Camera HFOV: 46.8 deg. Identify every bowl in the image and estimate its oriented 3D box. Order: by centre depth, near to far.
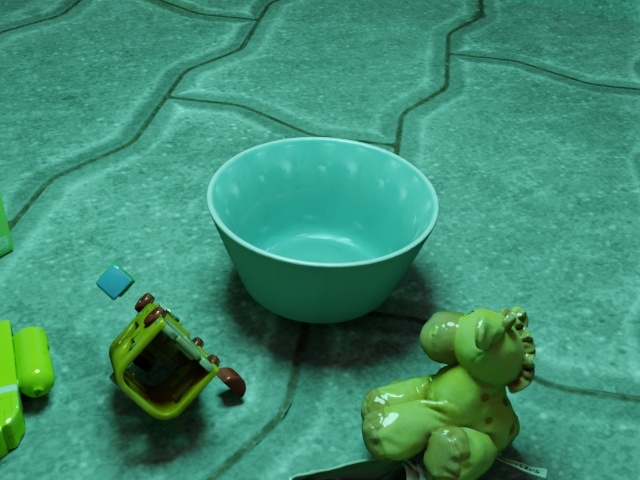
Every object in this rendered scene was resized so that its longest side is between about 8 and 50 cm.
[{"bbox_3d":[0.000,0.000,1.037,0.311,0.163,0.311,2,36,-2],"label":"bowl"}]

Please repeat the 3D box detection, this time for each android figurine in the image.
[{"bbox_3d":[-0.439,0.176,0.857,0.248,0.056,0.273,-10,37,-18],"label":"android figurine"}]

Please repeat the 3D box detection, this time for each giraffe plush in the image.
[{"bbox_3d":[0.158,0.149,0.800,0.210,0.170,0.181,10,10,3],"label":"giraffe plush"}]

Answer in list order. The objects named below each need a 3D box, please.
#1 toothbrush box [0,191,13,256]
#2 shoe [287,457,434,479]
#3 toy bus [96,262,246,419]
[{"bbox_3d":[-0.567,-0.109,1.035,0.206,0.283,0.122,24,41,26],"label":"toothbrush box"},{"bbox_3d":[0.065,0.267,0.771,0.219,0.058,0.076,0,37,-5],"label":"shoe"},{"bbox_3d":[-0.200,0.137,0.879,0.191,0.202,0.104,37,78,27],"label":"toy bus"}]
